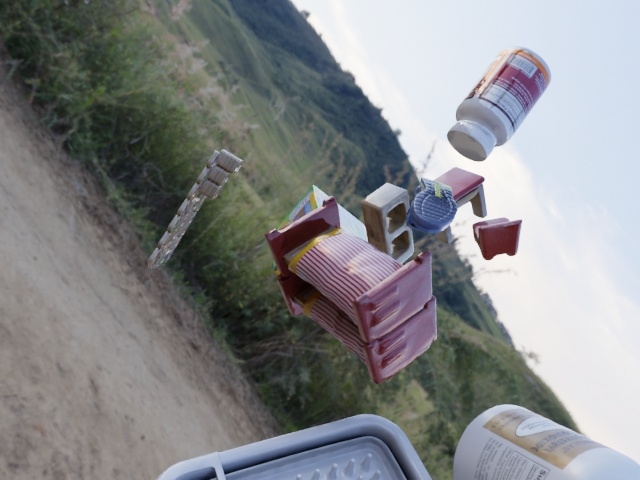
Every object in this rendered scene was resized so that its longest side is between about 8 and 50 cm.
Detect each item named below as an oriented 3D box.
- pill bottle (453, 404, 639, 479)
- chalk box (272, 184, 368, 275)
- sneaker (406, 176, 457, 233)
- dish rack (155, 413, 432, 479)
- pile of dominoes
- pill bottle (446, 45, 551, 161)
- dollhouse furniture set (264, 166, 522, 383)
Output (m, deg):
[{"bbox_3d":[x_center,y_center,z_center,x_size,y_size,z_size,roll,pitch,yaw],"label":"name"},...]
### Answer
[{"bbox_3d":[0.249,0.259,0.598,0.131,0.131,0.229,63,-19,-16],"label":"pill bottle"},{"bbox_3d":[0.000,0.000,1.094,0.132,0.132,0.213,36,16,-18],"label":"chalk box"},{"bbox_3d":[0.134,-0.032,0.747,0.053,0.059,0.144,24,24,5],"label":"sneaker"},{"bbox_3d":[-0.006,0.357,0.682,0.285,0.333,0.072,-123,-146,-43],"label":"dish rack"},{"bbox_3d":[-0.224,-0.048,1.099,0.040,0.251,0.196,32,5,-5],"label":"pile of dominoes"},{"bbox_3d":[0.243,-0.186,0.838,0.086,0.152,0.086,37,-11,8],"label":"pill bottle"},{"bbox_3d":[0.135,-0.001,0.845,0.201,0.374,0.152,31,-36,43],"label":"dollhouse furniture set"}]
